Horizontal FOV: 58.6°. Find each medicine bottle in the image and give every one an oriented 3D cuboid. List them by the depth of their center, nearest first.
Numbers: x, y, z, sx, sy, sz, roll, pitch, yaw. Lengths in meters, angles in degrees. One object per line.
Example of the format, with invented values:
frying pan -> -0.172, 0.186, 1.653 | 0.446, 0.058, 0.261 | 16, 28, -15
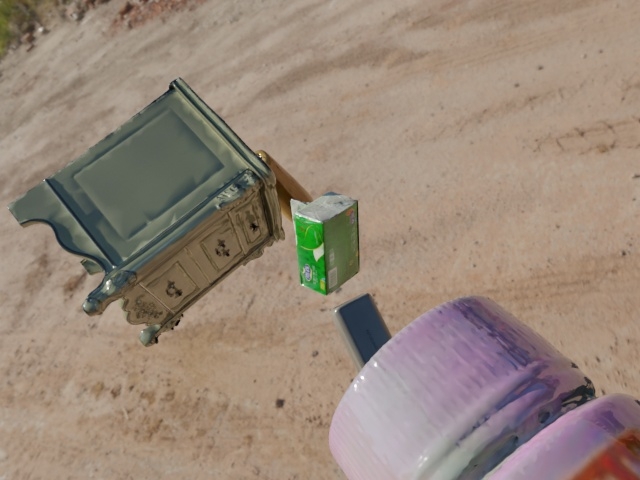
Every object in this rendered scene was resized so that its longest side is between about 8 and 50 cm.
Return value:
medicine bottle -> 0.190, 0.226, 0.375 | 0.219, 0.219, 0.388 | -42, 51, -2

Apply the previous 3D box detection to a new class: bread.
bread -> -0.100, -0.134, 1.470 | 0.074, 0.239, 0.092 | 13, 69, 43

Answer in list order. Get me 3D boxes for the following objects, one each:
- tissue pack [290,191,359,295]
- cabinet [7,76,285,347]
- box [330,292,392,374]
tissue pack -> 0.001, -0.002, 1.421 | 0.156, 0.209, 0.148 | 21, 39, 37
cabinet -> -0.251, -0.025, 0.924 | 0.318, 0.290, 0.227 | -41, 76, -14
box -> 0.117, 0.245, 1.283 | 0.103, 0.243, 0.055 | -24, -4, -22
